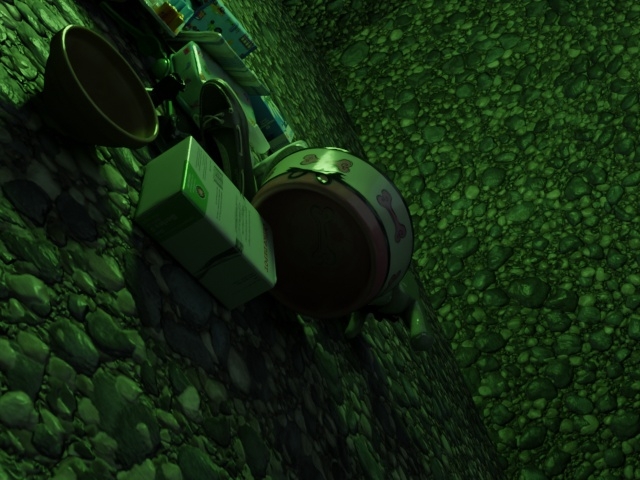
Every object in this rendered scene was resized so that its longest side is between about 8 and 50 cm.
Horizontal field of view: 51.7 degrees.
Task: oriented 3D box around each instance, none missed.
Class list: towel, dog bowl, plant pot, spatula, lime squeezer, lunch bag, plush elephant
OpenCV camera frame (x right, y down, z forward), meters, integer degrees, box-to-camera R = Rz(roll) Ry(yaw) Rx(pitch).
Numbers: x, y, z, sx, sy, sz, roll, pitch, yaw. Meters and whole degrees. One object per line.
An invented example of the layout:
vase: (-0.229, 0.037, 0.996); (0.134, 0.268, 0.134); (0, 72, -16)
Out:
towel: (-0.288, -0.498, 1.868); (0.285, 0.209, 0.034); (40, 66, -56)
dog bowl: (0.000, 0.000, 1.523); (0.408, 0.408, 0.150); (58, 35, -8)
plant pot: (-0.404, -0.250, 1.168); (0.237, 0.109, 0.237); (52, 18, -25)
spatula: (-0.227, -0.271, 1.709); (0.019, 0.168, 0.242); (18, -29, 40)
lime squeezer: (-0.409, -0.442, 1.599); (0.310, 0.058, 0.110); (60, 15, -4)
lunch bag: (-0.289, -0.389, 1.789); (0.279, 0.107, 0.224); (41, 24, -51)
lunch bag: (-0.355, -0.729, 2.187); (0.221, 0.138, 0.293); (44, 13, -40)
plush elephant: (0.148, 0.179, 1.953); (0.272, 0.255, 0.330); (41, 31, -28)

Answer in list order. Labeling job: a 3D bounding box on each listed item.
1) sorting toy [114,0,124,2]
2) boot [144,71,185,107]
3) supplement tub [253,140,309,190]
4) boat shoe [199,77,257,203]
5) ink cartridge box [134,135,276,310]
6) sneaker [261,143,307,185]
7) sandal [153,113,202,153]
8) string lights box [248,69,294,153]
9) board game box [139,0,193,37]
sorting toy: (-0.557, -0.644, 1.540); (0.193, 0.038, 0.208); (58, 20, -9)
boot: (-0.363, -0.338, 1.474); (0.045, 0.099, 0.121); (61, 15, 8)
supplement tub: (-0.049, -0.107, 1.881); (0.316, 0.193, 0.193); (59, 15, -3)
boat shoe: (-0.227, -0.222, 1.581); (0.095, 0.112, 0.335); (-33, 111, -67)
ink cartridge box: (-0.221, -0.031, 1.331); (0.289, 0.121, 0.211); (50, 18, -33)
sneaker: (-0.089, -0.146, 1.690); (0.102, 0.282, 0.161); (31, 33, 1)
sandal: (-0.328, -0.256, 1.523); (0.097, 0.054, 0.254); (57, 16, -11)
string lights box: (-0.194, -0.432, 2.221); (0.260, 0.076, 0.133); (56, 15, -18)
board game box: (-0.478, -0.703, 1.676); (0.390, 0.050, 0.390); (48, 10, -22)
